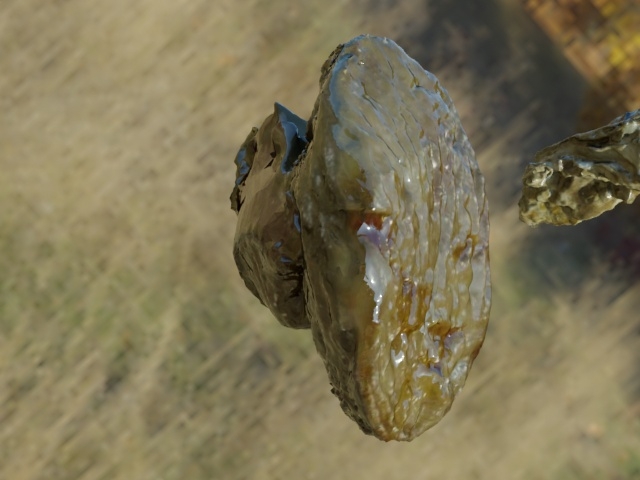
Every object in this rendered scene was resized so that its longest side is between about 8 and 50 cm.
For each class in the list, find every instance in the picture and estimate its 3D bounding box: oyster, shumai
[{"bbox_3d":[0.190,-0.061,1.170,0.056,0.177,0.105,54,16,-7],"label":"oyster"},{"bbox_3d":[0.010,0.007,0.708,0.139,0.105,0.123,60,29,-7],"label":"shumai"}]
